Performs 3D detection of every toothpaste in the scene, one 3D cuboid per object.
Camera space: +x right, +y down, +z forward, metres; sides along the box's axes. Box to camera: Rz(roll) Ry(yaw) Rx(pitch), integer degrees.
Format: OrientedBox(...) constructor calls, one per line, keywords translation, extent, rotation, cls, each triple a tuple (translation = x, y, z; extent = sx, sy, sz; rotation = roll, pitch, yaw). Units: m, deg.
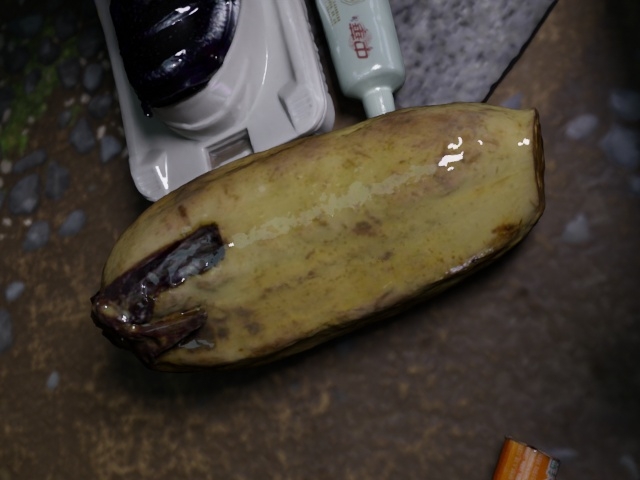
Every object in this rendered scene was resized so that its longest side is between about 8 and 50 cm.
OrientedBox(translation=(0.012, -0.170, 0.557), extent=(0.060, 0.038, 0.233), rotation=(-18, 70, 14), cls="toothpaste")

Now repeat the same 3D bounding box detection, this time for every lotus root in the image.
OrientedBox(translation=(0.000, 0.000, 0.494), extent=(0.258, 0.097, 0.110), rotation=(-19, 107, 8), cls="lotus root")

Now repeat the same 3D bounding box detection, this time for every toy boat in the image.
OrientedBox(translation=(-0.090, -0.162, 0.546), extent=(0.141, 0.141, 0.269), rotation=(-22, 84, 16), cls="toy boat")

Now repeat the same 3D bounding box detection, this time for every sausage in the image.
OrientedBox(translation=(0.090, 0.154, 0.458), extent=(0.031, 0.031, 0.107), rotation=(17, 85, 24), cls="sausage")
